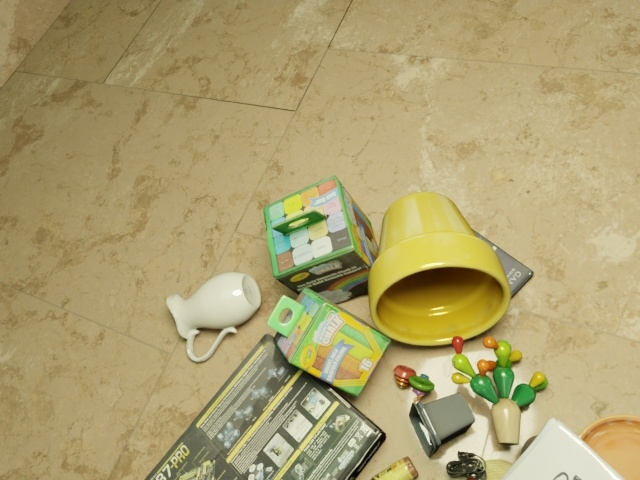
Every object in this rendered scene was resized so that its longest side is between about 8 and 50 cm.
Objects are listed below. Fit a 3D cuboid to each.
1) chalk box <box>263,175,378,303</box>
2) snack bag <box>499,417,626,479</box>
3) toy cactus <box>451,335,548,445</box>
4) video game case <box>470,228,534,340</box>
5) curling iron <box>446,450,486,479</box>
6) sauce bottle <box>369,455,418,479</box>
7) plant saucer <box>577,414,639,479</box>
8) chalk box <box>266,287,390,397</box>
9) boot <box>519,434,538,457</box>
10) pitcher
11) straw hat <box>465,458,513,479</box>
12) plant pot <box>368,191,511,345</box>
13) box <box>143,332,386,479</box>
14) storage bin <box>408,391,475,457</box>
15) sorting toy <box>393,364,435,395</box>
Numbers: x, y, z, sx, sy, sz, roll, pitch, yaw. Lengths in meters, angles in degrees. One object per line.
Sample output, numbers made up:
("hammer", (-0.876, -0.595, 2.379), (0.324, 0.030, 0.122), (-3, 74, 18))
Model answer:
("chalk box", (0.000, 0.000, 1.016), (0.180, 0.289, 0.179), (-21, 58, 15))
("snack bag", (0.367, 0.476, 0.678), (0.323, 0.037, 0.342), (-58, 44, 17))
("toy cactus", (0.317, 0.267, 0.862), (0.112, 0.219, 0.180), (-29, 45, 46))
("video game case", (0.289, 0.058, 1.063), (0.196, 0.026, 0.274), (-44, 60, -8))
("curling iron", (0.178, 0.465, 0.872), (0.274, 0.035, 0.068), (-32, 16, 6))
("sauce bottle", (0.119, 0.451, 0.896), (0.128, 0.042, 0.042), (-30, 58, -2))
("plant saucer", (0.524, 0.397, 0.803), (0.200, 0.037, 0.200), (-7, 60, 13))
("chalk box", (0.001, 0.185, 0.945), (0.132, 0.213, 0.132), (-60, 21, -3))
("boot", (0.406, 0.466, 0.760), (0.115, 0.112, 0.305), (4, 63, -29))
("pitcher", (-0.240, 0.175, 1.120), (0.207, 0.125, 0.177), (-22, 79, 17))
("straw hat", (0.310, 0.451, 0.826), (0.144, 0.061, 0.144), (-7, 61, 13))
("plant pot", (0.214, 0.041, 0.954), (0.254, 0.254, 0.239), (-12, 44, 11))
("box", (-0.115, 0.434, 0.947), (0.318, 0.097, 0.395), (34, 78, 27))
("storage bin", (0.221, 0.327, 0.886), (0.091, 0.135, 0.098), (-21, 58, -7))
("sorting toy", (0.185, 0.286, 0.955), (0.102, 0.061, 0.042), (27, 104, 63))
